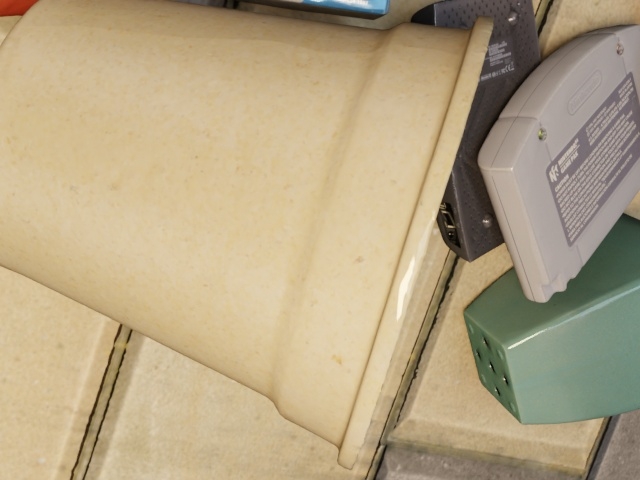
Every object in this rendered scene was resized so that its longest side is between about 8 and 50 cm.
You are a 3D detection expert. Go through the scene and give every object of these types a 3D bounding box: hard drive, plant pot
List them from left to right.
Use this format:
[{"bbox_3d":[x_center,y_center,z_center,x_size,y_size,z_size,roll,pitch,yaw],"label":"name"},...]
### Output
[{"bbox_3d":[-0.070,-0.040,0.598,0.305,0.334,0.334,17,98,6],"label":"plant pot"},{"bbox_3d":[0.167,-0.124,0.819,0.172,0.054,0.255,-26,113,-37],"label":"hard drive"},{"bbox_3d":[0.296,0.099,0.907,0.234,0.165,0.166,-21,112,-10],"label":"plant pot"}]

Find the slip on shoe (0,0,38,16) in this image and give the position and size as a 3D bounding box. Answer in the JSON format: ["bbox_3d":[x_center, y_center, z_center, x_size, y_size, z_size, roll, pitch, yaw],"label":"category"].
[{"bbox_3d":[-0.223,-0.214,0.613,0.331,0.123,0.101,-33,119,-19],"label":"slip on shoe"}]

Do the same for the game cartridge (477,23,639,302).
[{"bbox_3d":[0.275,-0.100,0.849,0.294,0.060,0.196,-43,126,-31],"label":"game cartridge"}]

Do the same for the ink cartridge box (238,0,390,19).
[{"bbox_3d":[0.000,-0.297,0.685,0.139,0.082,0.191,7,100,-3],"label":"ink cartridge box"}]
